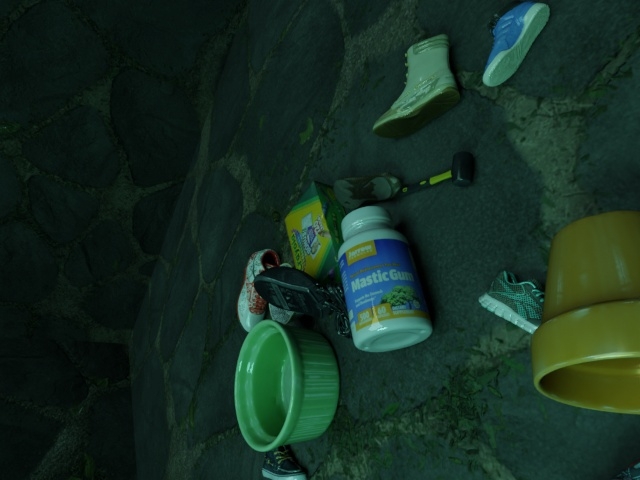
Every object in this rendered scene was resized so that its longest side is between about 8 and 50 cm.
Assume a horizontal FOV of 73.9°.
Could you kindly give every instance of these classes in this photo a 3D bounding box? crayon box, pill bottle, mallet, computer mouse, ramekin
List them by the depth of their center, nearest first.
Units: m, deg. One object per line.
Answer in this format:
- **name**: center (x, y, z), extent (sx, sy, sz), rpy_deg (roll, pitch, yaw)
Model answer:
- **pill bottle**: center (0.117, 0.071, 0.856), extent (0.152, 0.152, 0.272), rpy_deg (-42, 48, 42)
- **mallet**: center (0.230, -0.114, 0.862), extent (0.189, 0.039, 0.062), rpy_deg (-28, 53, 54)
- **computer mouse**: center (-0.034, 0.123, 1.000), extent (0.272, 0.189, 0.072), rpy_deg (13, 50, 29)
- **ramekin**: center (-0.085, 0.357, 1.067), extent (0.303, 0.148, 0.304), rpy_deg (-24, 60, 51)
- **crayon box**: center (0.000, 0.000, 1.122), extent (0.165, 0.081, 0.278), rpy_deg (-50, 42, 36)

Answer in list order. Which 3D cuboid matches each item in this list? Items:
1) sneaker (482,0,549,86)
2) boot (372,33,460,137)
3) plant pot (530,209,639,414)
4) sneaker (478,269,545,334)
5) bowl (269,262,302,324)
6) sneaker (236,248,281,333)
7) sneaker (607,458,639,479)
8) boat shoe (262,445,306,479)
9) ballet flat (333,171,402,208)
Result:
- **sneaker**: center (0.328, -0.358, 0.768), extent (0.152, 0.058, 0.084), rpy_deg (-59, 43, 19)
- **boot**: center (0.201, -0.335, 0.940), extent (0.213, 0.077, 0.165), rpy_deg (-23, 61, 46)
- **plant pot**: center (0.348, 0.076, 0.488), extent (0.205, 0.205, 0.188), rpy_deg (-32, 38, 48)
- **sneaker**: center (0.316, 0.096, 0.635), extent (0.166, 0.065, 0.076), rpy_deg (33, 103, 54)
- **bowl**: center (-0.072, 0.152, 1.176), extent (0.170, 0.080, 0.170), rpy_deg (-25, 60, 55)
- **sneaker**: center (-0.193, 0.158, 1.352), extent (0.145, 0.090, 0.270), rpy_deg (-24, 57, 54)
- **sneaker**: center (0.359, 0.286, 0.443), extent (0.262, 0.125, 0.104), rpy_deg (-62, 36, 22)
- **boat shoe**: center (-0.098, 0.566, 1.091), extent (0.183, 0.065, 0.083), rpy_deg (-28, 58, 51)
- **ballet flat**: center (0.111, -0.127, 1.031), extent (0.250, 0.058, 0.084), rpy_deg (-2, 113, 62)
